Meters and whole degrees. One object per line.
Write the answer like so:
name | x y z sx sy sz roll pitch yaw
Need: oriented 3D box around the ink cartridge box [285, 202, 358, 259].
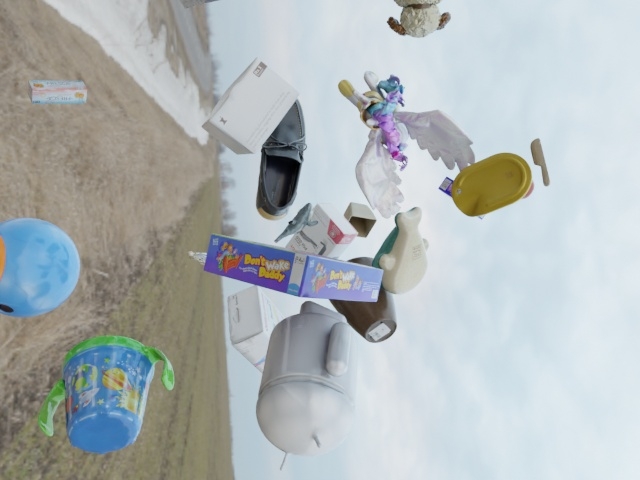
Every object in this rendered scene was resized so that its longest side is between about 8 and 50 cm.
ink cartridge box | 0.000 0.000 1.880 0.158 0.092 0.218 51 -59 24

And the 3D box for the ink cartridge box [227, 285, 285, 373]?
ink cartridge box | -0.189 0.312 1.818 0.201 0.117 0.278 -105 167 -45

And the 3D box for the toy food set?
toy food set | 0.410 -0.125 1.231 0.071 0.218 0.128 28 45 -56

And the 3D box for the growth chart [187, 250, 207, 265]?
growth chart | -0.252 0.060 1.400 0.237 0.172 0.021 20 -83 59

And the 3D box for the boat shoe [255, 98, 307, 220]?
boat shoe | -0.142 -0.324 2.036 0.156 0.187 0.499 165 -67 -72

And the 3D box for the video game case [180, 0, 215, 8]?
video game case | -0.345 -0.751 1.411 0.244 0.061 0.269 13 -30 41

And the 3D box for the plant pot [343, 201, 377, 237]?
plant pot | 0.141 -0.086 2.107 0.109 0.109 0.096 118 -27 -43

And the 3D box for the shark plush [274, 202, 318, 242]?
shark plush | -0.086 -0.057 1.693 0.073 0.161 0.067 60 3 19

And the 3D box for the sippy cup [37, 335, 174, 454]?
sippy cup | -0.541 0.400 1.383 0.305 0.240 0.224 -50 -146 20

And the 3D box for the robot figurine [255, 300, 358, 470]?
robot figurine | -0.024 0.296 1.148 0.353 0.200 0.300 -83 -160 -50

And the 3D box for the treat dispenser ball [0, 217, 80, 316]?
treat dispenser ball | -0.851 0.078 1.577 0.288 0.288 0.288 177 -90 -80

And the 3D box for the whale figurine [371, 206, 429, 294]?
whale figurine | 0.234 0.025 1.637 0.141 0.216 0.272 26 -54 43

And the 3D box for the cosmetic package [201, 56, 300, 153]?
cosmetic package | -0.217 -0.375 1.584 0.217 0.156 0.385 -53 -161 0

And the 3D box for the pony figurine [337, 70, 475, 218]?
pony figurine | 0.182 -0.283 1.426 0.351 0.303 0.363 48 16 -21

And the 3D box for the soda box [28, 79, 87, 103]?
soda box | -0.930 -0.526 1.931 0.058 0.183 0.063 55 -43 29

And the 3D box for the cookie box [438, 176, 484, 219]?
cookie box | 0.360 -0.106 1.365 0.040 0.107 0.092 -54 -137 8

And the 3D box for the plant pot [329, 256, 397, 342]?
plant pot | 0.149 0.207 1.738 0.230 0.215 0.215 -116 -156 -46

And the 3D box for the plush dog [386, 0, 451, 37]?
plush dog | 0.340 -0.806 1.846 0.210 0.263 0.225 -92 176 -66

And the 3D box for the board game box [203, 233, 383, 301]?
board game box | -0.043 0.063 1.162 0.347 0.233 0.078 14 88 -61
